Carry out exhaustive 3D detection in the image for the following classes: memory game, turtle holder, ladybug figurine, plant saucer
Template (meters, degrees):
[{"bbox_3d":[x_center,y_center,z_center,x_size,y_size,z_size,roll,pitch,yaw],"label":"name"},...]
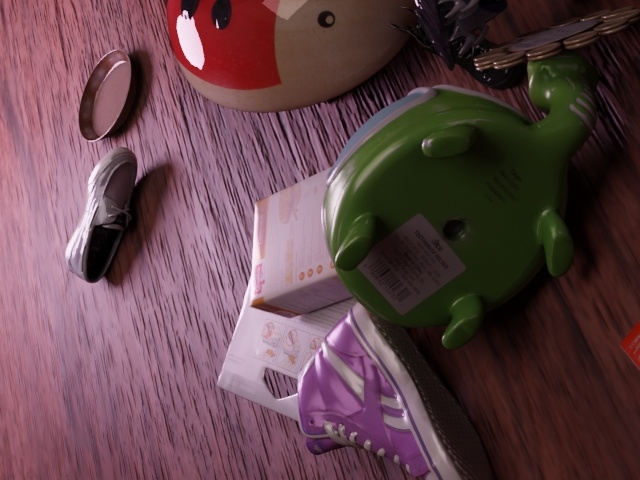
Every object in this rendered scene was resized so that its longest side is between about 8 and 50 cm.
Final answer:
[{"bbox_3d":[0.248,-0.212,1.423,0.186,0.186,0.012,-2,112,52],"label":"memory game"},{"bbox_3d":[0.137,-0.073,1.433,0.227,0.243,0.320,-109,39,-62],"label":"turtle holder"},{"bbox_3d":[-0.062,-0.322,1.803,0.449,0.162,0.305,14,64,48],"label":"ladybug figurine"},{"bbox_3d":[-0.362,-0.246,2.329,0.168,0.029,0.168,-27,53,43],"label":"plant saucer"}]

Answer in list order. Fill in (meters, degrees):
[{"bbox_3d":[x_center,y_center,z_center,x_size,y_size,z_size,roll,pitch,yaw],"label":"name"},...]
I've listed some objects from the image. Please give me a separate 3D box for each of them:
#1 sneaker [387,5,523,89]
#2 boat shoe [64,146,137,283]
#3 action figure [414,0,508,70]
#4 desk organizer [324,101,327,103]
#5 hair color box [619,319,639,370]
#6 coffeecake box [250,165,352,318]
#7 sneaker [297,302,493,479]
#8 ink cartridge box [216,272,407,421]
[{"bbox_3d":[0.159,-0.231,1.597,0.170,0.089,0.051,42,108,52],"label":"sneaker"},{"bbox_3d":[-0.338,-0.036,2.172,0.081,0.079,0.227,37,109,43],"label":"boat shoe"},{"bbox_3d":[0.234,-0.304,1.449,0.285,0.185,0.099,-31,77,1],"label":"action figure"},{"bbox_3d":[-0.018,-0.248,1.870,0.050,0.047,0.130,-53,40,19],"label":"desk organizer"},{"bbox_3d":[0.338,0.131,1.216,0.043,0.072,0.141,-55,40,21],"label":"hair color box"},{"bbox_3d":[0.000,0.000,1.618,0.185,0.068,0.142,-22,58,45],"label":"coffeecake box"},{"bbox_3d":[0.070,0.213,1.472,0.161,0.102,0.282,-45,48,15],"label":"sneaker"},{"bbox_3d":[-0.003,0.102,1.681,0.275,0.060,0.239,14,86,53],"label":"ink cartridge box"}]
